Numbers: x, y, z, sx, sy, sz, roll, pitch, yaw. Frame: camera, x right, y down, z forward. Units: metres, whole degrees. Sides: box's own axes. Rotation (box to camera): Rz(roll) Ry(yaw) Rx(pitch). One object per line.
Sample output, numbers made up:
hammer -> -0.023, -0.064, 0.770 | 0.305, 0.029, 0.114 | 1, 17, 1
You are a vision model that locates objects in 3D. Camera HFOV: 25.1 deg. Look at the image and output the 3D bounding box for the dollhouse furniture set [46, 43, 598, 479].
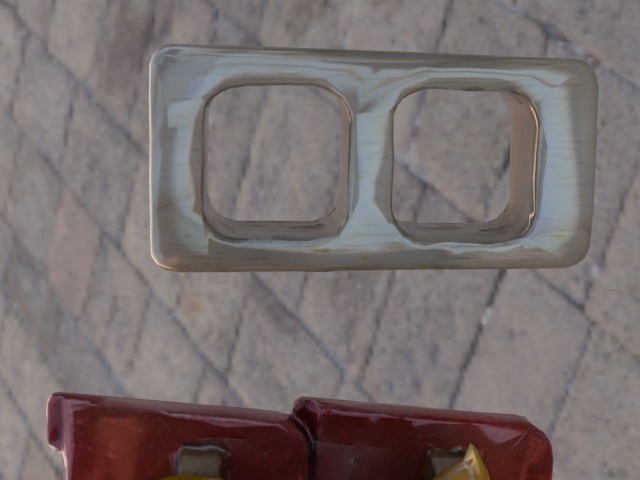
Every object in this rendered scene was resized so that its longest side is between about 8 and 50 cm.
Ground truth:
dollhouse furniture set -> 0.000, 0.000, 0.329 | 0.201, 0.152, 0.374 | -106, 17, -79
